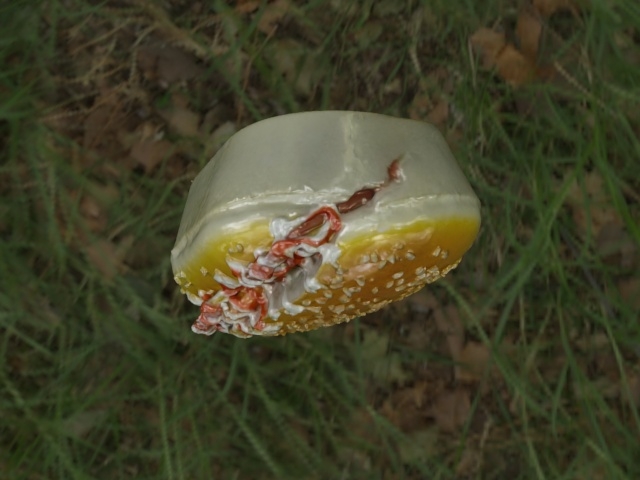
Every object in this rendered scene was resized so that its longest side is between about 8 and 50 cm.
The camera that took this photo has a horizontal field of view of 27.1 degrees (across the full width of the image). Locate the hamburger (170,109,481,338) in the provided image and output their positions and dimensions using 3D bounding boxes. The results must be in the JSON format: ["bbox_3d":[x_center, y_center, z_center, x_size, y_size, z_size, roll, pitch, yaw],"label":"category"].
[{"bbox_3d":[0.000,0.000,1.076,0.227,0.151,0.295,-2,163,-20],"label":"hamburger"}]
